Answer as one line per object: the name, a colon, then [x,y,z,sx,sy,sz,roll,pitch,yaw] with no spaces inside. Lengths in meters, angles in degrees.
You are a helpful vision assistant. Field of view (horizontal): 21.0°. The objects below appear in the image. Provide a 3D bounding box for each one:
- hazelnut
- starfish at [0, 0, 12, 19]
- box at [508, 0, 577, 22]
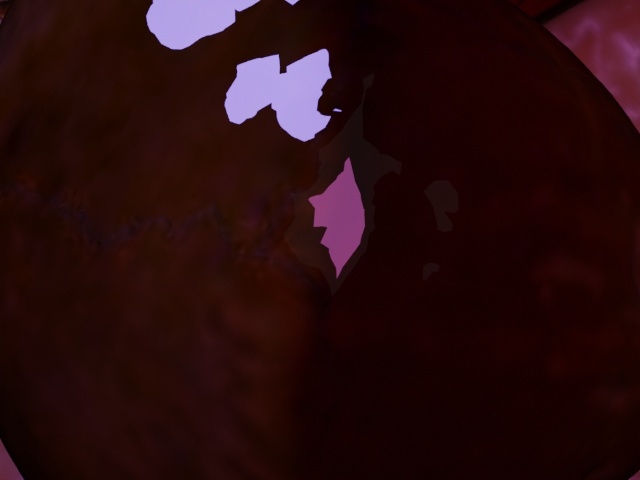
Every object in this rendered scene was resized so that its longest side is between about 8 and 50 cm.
hazelnut: [0.000,0.000,0.517,0.230,0.229,0.229,0,65,0]
starfish: [-0.252,-0.094,0.625,0.347,0.078,0.357,-18,72,-8]
box: [0.031,-0.190,0.675,0.153,0.074,0.239,-29,67,-17]
